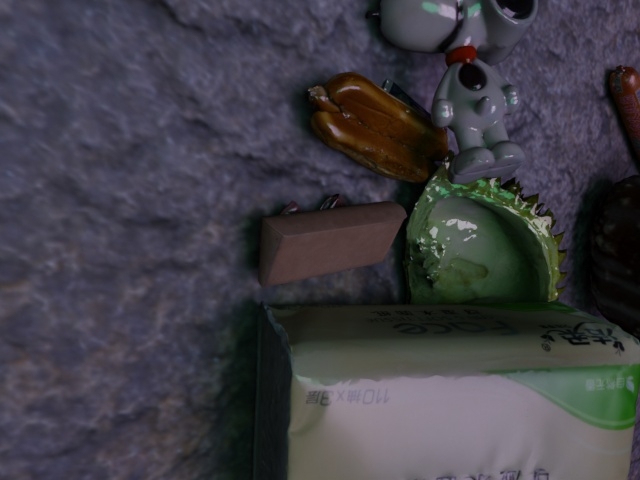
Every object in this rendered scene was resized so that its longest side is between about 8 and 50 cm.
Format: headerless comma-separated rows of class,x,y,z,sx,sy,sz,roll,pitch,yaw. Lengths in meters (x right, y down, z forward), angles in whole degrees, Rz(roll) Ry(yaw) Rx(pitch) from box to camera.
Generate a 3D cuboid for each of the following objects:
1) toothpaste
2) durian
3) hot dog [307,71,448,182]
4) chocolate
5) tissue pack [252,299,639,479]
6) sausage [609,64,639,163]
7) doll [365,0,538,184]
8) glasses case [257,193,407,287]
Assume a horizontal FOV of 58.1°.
toothpaste,0.128,-0.161,0.752,0.140,0.021,0.037,25,85,-36
durian,0.221,0.067,0.802,0.198,0.163,0.394,-15,121,-34
hot dog,0.069,-0.131,0.685,0.236,0.062,0.092,21,104,-44
chocolate,0.604,0.029,1.050,0.225,0.210,0.340,-26,121,-34
tissue pack,0.131,0.245,0.658,0.405,0.205,0.331,1,98,-14
sausage,0.615,-0.203,1.093,0.348,0.053,0.053,43,76,-37
doll,0.188,-0.214,0.672,0.208,0.144,0.271,-27,82,-4
glasses case,0.000,0.000,0.679,0.193,0.070,0.102,-10,136,-37
